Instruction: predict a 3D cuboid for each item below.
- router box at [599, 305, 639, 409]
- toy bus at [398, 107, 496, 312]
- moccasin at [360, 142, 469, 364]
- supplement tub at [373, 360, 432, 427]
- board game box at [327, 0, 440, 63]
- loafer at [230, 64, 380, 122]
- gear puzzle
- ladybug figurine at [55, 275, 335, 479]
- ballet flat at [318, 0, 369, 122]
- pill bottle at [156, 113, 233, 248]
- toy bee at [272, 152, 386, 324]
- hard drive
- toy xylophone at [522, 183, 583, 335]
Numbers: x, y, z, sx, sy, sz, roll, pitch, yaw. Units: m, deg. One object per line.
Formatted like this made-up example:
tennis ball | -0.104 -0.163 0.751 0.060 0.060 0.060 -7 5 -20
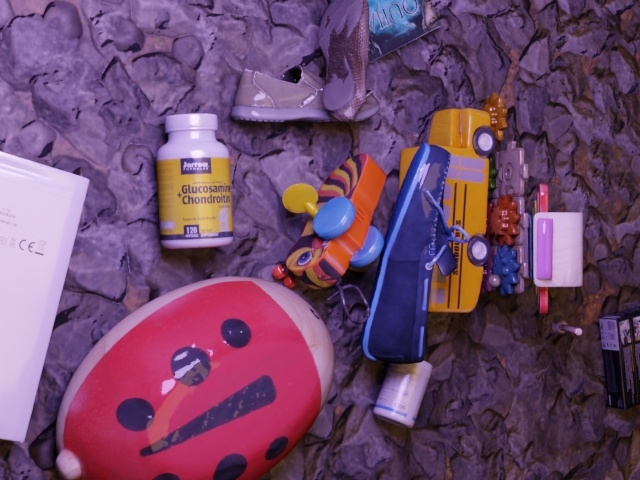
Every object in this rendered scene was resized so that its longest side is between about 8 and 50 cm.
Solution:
router box | 0.608 0.226 2.039 0.133 0.046 0.179 -10 96 -34
toy bus | 0.200 -0.050 1.727 0.130 0.108 0.333 4 88 -29
moccasin | 0.153 0.023 1.606 0.116 0.138 0.342 14 107 0
supplement tub | 0.134 0.243 1.704 0.071 0.071 0.107 30 73 -30
board game box | 0.105 -0.372 1.714 0.186 0.026 0.126 -32 107 -30
loafer | -0.017 -0.222 1.589 0.251 0.094 0.088 -5 97 -34
gear puzzle | 0.287 -0.079 1.751 0.044 0.175 0.339 0 90 -17
ladybug figurine | -0.152 0.219 1.456 0.449 0.162 0.305 -29 106 -30
ballet flat | 0.043 -0.276 1.577 0.058 0.084 0.250 38 41 -41
pill bottle | -0.177 -0.082 1.476 0.103 0.103 0.184 -4 92 -34
toy bee | 0.000 0.000 1.584 0.195 0.162 0.298 59 34 -17
hard drive | -0.445 0.060 1.329 0.233 0.047 0.353 18 79 -33
toy xylophone | 0.382 0.042 1.742 0.081 0.323 0.236 0 82 7
